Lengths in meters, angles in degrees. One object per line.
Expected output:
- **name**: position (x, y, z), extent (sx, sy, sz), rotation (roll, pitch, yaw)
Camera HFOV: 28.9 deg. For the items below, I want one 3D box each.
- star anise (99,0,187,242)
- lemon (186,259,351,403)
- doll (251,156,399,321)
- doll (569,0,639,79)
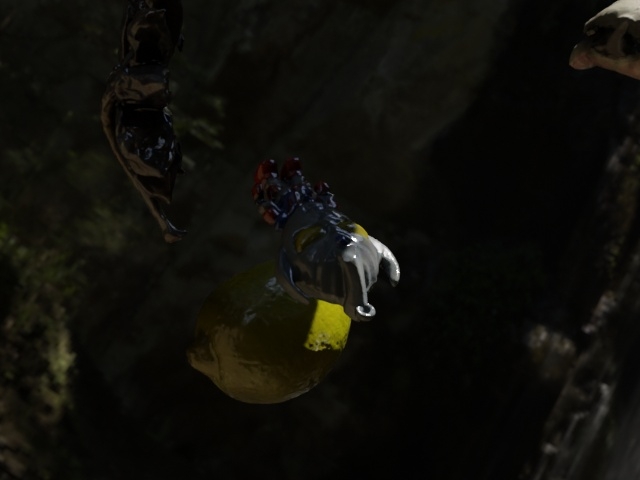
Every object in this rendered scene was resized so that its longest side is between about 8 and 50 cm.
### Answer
- **star anise**: position (-0.166, -0.129, 1.175), extent (0.081, 0.263, 0.230), rotation (0, 8, -16)
- **lemon**: position (-0.056, 0.115, 1.607), extent (0.184, 0.248, 0.184), rotation (43, -32, 36)
- **doll**: position (0.001, -0.001, 1.082), extent (0.104, 0.062, 0.195), rotation (11, 36, -40)
- **doll**: position (0.345, -0.230, 1.278), extent (0.149, 0.192, 0.095), rotation (28, -37, 27)
